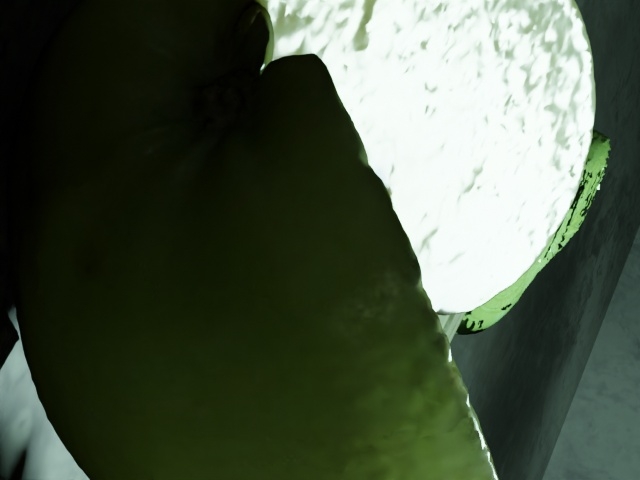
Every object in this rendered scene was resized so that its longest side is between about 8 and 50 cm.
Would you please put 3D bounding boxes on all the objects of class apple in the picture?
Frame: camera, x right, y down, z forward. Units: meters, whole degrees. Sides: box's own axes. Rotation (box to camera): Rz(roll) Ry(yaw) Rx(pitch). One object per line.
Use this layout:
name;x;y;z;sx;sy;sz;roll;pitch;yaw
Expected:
apple;-0.017;-0.003;0.828;0.258;0.233;0.295;51;41;-50

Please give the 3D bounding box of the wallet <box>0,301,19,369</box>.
wallet;-0.194;0.098;0.724;0.124;0.042;0.230;75;37;-58

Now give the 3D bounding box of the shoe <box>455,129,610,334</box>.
shoe;0.134;-0.017;1.508;0.262;0.128;0.140;-35;135;-47

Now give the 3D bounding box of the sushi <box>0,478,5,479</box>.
sushi;-0.141;0.241;0.546;0.294;0.299;0.281;-35;129;-37

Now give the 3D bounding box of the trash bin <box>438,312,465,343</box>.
trash bin;0.007;0.001;1.143;0.247;0.121;0.243;81;32;-53
